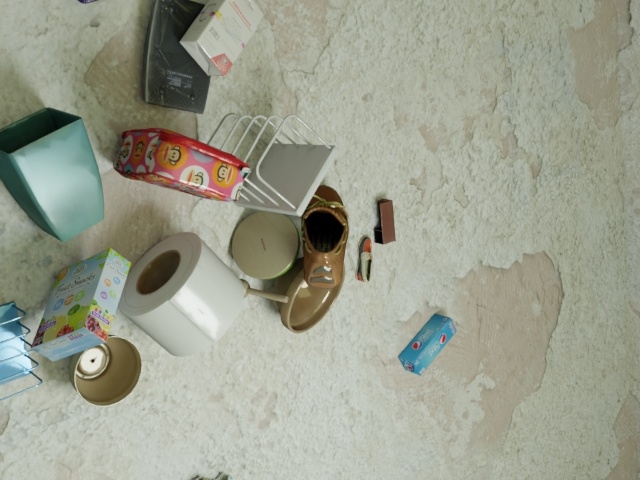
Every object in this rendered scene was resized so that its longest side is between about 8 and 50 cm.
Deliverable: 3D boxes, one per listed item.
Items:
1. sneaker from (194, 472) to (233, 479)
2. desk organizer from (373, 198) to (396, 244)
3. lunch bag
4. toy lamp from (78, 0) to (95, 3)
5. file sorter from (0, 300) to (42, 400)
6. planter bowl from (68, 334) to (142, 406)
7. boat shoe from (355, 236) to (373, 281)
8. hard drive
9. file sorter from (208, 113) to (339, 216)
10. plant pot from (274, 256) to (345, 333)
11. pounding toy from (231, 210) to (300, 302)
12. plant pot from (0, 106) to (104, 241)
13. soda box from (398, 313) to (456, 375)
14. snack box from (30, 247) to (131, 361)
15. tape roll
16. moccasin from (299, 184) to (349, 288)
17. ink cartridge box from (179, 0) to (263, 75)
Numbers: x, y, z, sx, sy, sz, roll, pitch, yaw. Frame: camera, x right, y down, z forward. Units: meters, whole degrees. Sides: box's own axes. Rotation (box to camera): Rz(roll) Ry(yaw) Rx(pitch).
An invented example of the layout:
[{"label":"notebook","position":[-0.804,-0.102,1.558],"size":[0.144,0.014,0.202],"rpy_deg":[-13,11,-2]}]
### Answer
[{"label":"sneaker","position":[-0.324,0.669,2.006],"size":[0.228,0.087,0.092],"rpy_deg":[2,90,-47]},{"label":"desk organizer","position":[0.190,-0.056,2.319],"size":[0.050,0.047,0.130],"rpy_deg":[-17,109,-34]},{"label":"lunch bag","position":[-0.300,-0.158,1.723],"size":[0.258,0.293,0.120],"rpy_deg":[20,86,-38]},{"label":"toy lamp","position":[-0.426,-0.605,1.682],"size":[0.274,0.080,0.080],"rpy_deg":[-43,123,-28]},{"label":"file sorter","position":[-0.667,0.234,1.616],"size":[0.118,0.104,0.170],"rpy_deg":[-20,110,-37]},{"label":"planter bowl","position":[-0.505,0.286,1.757],"size":[0.162,0.109,0.162],"rpy_deg":[-8,102,-39]},{"label":"boat shoe","position":[0.137,0.057,2.298],"size":[0.049,0.043,0.137],"rpy_deg":[6,93,-39]},{"label":"hard drive","position":[-0.335,-0.435,1.801],"size":[0.172,0.054,0.255],"rpy_deg":[4,94,-41]},{"label":"file sorter","position":[-0.136,-0.196,1.869],"size":[0.173,0.277,0.193],"rpy_deg":[39,73,-36]},{"label":"plant pot","position":[-0.047,0.124,2.087],"size":[0.237,0.109,0.237],"rpy_deg":[-39,148,-31]},{"label":"pounding toy","position":[-0.132,0.047,2.011],"size":[0.110,0.183,0.237],"rpy_deg":[37,60,-69]},{"label":"plant pot","position":[-0.559,-0.130,1.607],"size":[0.165,0.165,0.234],"rpy_deg":[-36,127,-30]},{"label":"soda box","position":[0.351,0.338,2.511],"size":[0.210,0.071,0.067],"rpy_deg":[-44,124,-25]},{"label":"snack box","position":[-0.508,0.136,1.634],"size":[0.070,0.174,0.207],"rpy_deg":[45,37,-36]},{"label":"tape roll","position":[-0.324,0.124,1.792],"size":[0.246,0.246,0.169],"rpy_deg":[-53,126,-19]},{"label":"moccasin","position":[0.005,-0.040,1.995],"size":[0.380,0.139,0.147],"rpy_deg":[-78,174,-55]},{"label":"ink cartridge box","position":[-0.228,-0.499,1.807],"size":[0.115,0.067,0.198],"rpy_deg":[49,62,-42]}]
